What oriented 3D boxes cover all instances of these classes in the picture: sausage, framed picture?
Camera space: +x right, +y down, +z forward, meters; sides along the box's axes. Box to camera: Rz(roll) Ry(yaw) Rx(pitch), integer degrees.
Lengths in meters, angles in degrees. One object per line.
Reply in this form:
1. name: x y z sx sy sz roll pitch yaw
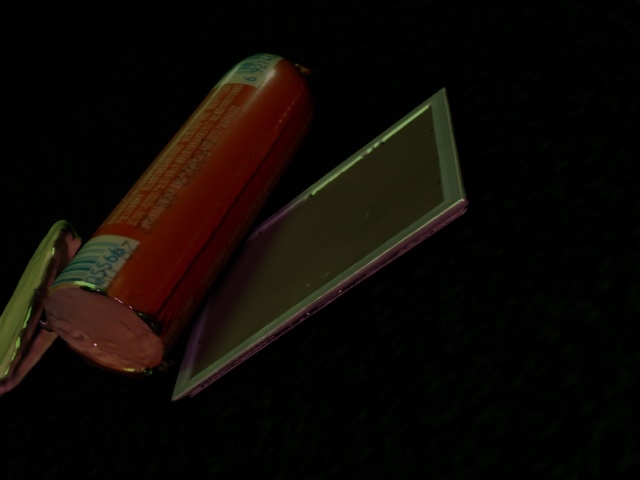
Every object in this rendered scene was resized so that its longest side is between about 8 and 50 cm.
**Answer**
1. sausage: -0.064 -0.036 0.587 0.083 0.083 0.264 -23 27 43
2. framed picture: 0.000 0.000 0.518 0.183 0.011 0.142 -36 21 20

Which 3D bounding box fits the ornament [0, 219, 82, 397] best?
1. ornament: -0.244 0.082 0.747 0.201 0.059 0.180 -46 22 -1
